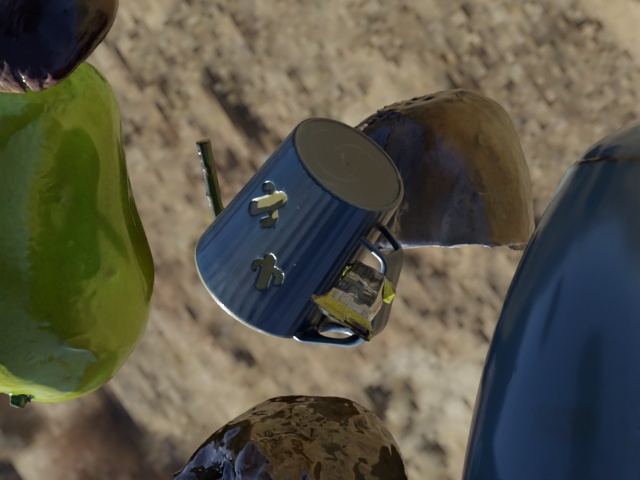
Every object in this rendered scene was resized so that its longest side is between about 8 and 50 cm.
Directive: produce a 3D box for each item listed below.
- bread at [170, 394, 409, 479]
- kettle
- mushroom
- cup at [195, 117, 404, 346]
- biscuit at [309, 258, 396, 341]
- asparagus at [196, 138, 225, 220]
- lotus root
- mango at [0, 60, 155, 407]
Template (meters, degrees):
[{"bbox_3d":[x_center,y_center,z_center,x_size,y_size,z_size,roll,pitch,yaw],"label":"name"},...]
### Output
[{"bbox_3d":[-0.032,0.203,1.278,0.123,0.230,0.230,17,159,-19],"label":"bread"},{"bbox_3d":[0.223,0.084,1.211,0.319,0.247,0.342,142,135,-77],"label":"kettle"},{"bbox_3d":[-0.189,-0.154,1.263,0.123,0.123,0.052,41,171,26],"label":"mushroom"},{"bbox_3d":[0.000,0.000,1.667,0.176,0.131,0.155,44,125,13],"label":"cup"},{"bbox_3d":[0.028,0.039,1.411,0.048,0.026,0.292,27,-174,3],"label":"biscuit"},{"bbox_3d":[-0.093,-0.030,1.785,0.018,0.015,0.127,22,128,64],"label":"asparagus"},{"bbox_3d":[0.118,-0.075,2.258,0.272,0.272,0.192,9,108,54],"label":"lotus root"},{"bbox_3d":[-0.223,-0.002,1.498,0.149,0.185,0.273,33,140,51],"label":"mango"}]
